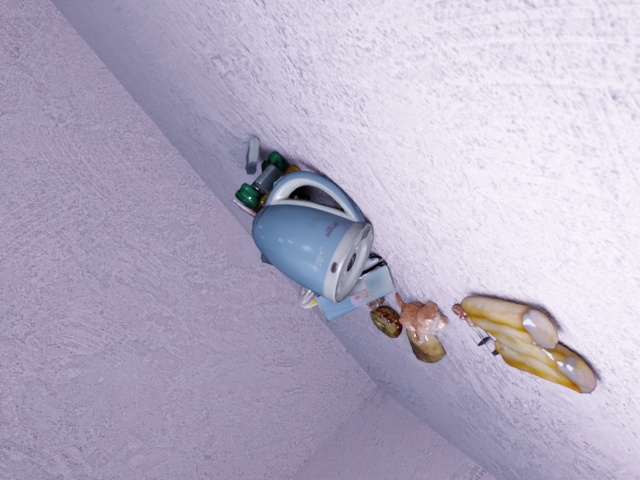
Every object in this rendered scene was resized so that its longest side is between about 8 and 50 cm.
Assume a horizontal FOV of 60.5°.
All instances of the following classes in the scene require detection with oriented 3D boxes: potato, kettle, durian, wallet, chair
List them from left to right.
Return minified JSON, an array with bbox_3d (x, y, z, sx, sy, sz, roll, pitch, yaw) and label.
[{"bbox_3d":[-0.033,-0.032,1.599,0.342,0.320,0.247,25,-166,19],"label":"kettle"},{"bbox_3d":[0.107,0.157,1.762,0.176,0.250,0.075,67,178,-46],"label":"wallet"},{"bbox_3d":[0.178,0.167,1.915,0.148,0.091,0.188,66,-163,17],"label":"durian"},{"bbox_3d":[0.367,0.378,1.995,0.164,0.081,0.200,34,160,49],"label":"potato"},{"bbox_3d":[0.449,0.277,1.489,0.086,0.037,0.042,49,156,8],"label":"chair"}]

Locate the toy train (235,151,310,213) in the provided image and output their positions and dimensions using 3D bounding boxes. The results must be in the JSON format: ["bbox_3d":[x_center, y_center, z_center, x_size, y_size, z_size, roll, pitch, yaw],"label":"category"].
[{"bbox_3d":[-0.142,-0.140,1.863,0.249,0.178,0.429,42,169,-10],"label":"toy train"}]

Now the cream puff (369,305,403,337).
[{"bbox_3d":[0.261,0.307,2.117,0.149,0.084,0.149,40,164,15],"label":"cream puff"}]

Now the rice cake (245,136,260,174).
[{"bbox_3d":[-0.239,-0.291,1.924,0.040,0.085,0.226,3,174,-10],"label":"rice cake"}]

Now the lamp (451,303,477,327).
[{"bbox_3d":[0.386,0.199,1.479,0.063,0.031,0.083,53,170,-20],"label":"lamp"}]

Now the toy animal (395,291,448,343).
[{"bbox_3d":[0.299,0.222,1.694,0.184,0.104,0.185,51,174,12],"label":"toy animal"}]

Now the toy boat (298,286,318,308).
[{"bbox_3d":[0.029,0.119,1.873,0.141,0.269,0.141,50,159,27],"label":"toy boat"}]

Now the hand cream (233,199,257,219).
[{"bbox_3d":[-0.204,-0.071,1.847,0.216,0.038,0.052,34,144,-5],"label":"hand cream"}]

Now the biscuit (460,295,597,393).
[{"bbox_3d":[0.457,0.223,1.231,0.237,0.062,0.290,48,168,-10],"label":"biscuit"}]
